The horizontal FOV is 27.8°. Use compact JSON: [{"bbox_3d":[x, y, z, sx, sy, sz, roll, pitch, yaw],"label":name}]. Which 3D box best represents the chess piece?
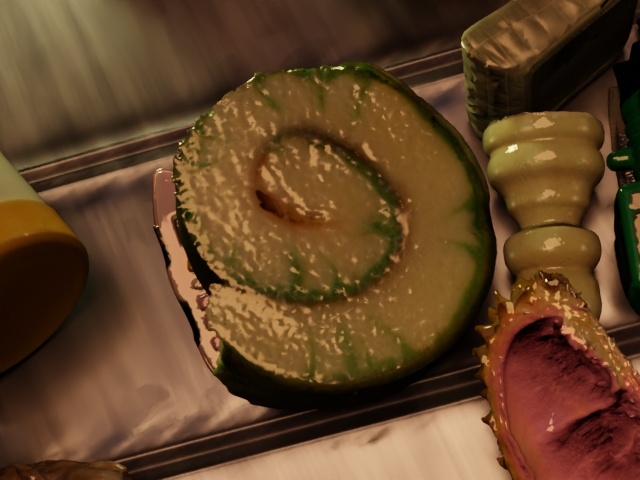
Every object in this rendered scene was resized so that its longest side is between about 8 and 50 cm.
[{"bbox_3d":[0.250,-0.008,1.397,0.133,0.133,0.243,-4,76,8],"label":"chess piece"}]

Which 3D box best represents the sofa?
[{"bbox_3d":[0.225,-0.253,1.438,0.225,0.210,0.176,-41,70,-5],"label":"sofa"}]

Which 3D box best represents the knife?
[{"bbox_3d":[0.359,-0.149,1.477,0.060,0.028,0.230,1,74,17],"label":"knife"}]

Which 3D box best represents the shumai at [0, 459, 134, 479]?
[{"bbox_3d":[-0.275,0.324,1.369,0.185,0.218,0.184,1,78,-35],"label":"shumai"}]

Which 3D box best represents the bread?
[{"bbox_3d":[0.000,0.000,1.391,0.366,0.129,0.382,32,71,3],"label":"bread"}]

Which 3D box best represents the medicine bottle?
[{"bbox_3d":[-0.417,0.009,1.439,0.238,0.238,0.232,-41,67,-6],"label":"medicine bottle"}]

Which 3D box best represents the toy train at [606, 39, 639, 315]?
[{"bbox_3d":[0.423,-0.079,1.360,0.249,0.178,0.429,-10,70,11],"label":"toy train"}]

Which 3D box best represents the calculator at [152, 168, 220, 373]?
[{"bbox_3d":[-0.077,0.027,1.480,0.194,0.043,0.294,-21,71,1],"label":"calculator"}]

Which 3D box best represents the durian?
[{"bbox_3d":[0.270,0.193,1.298,0.191,0.112,0.341,-42,85,22],"label":"durian"}]
